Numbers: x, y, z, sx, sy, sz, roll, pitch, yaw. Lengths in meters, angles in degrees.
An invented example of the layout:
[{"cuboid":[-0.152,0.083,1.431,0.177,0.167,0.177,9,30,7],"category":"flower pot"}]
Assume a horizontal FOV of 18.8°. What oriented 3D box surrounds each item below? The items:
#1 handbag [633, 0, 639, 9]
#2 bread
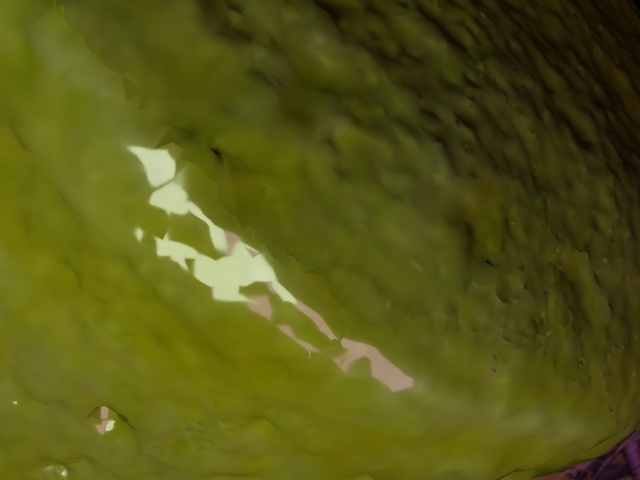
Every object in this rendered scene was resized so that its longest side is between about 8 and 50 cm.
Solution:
[{"cuboid":[0.162,-0.077,0.901,0.072,0.139,0.115,5,138,-36],"category":"handbag"},{"cuboid":[-0.045,-0.023,0.749,0.348,0.348,0.308,17,138,-35],"category":"bread"}]
